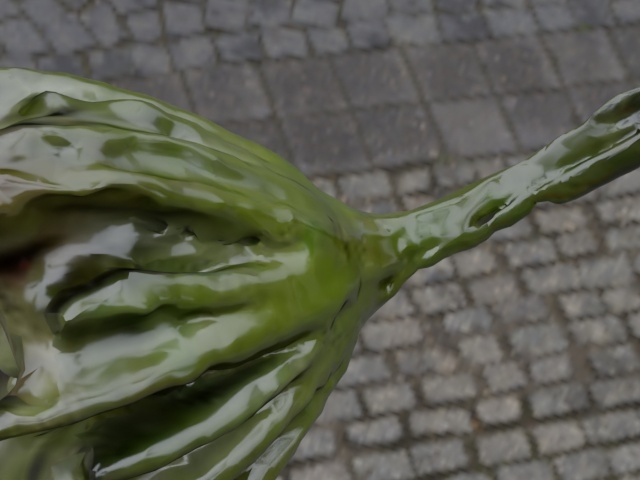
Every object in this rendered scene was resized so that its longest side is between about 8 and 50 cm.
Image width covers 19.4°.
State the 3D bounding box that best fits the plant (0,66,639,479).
[{"bbox_3d":[0.012,0.032,0.642,0.333,0.251,0.180,-5,75,-5],"label":"plant"}]
